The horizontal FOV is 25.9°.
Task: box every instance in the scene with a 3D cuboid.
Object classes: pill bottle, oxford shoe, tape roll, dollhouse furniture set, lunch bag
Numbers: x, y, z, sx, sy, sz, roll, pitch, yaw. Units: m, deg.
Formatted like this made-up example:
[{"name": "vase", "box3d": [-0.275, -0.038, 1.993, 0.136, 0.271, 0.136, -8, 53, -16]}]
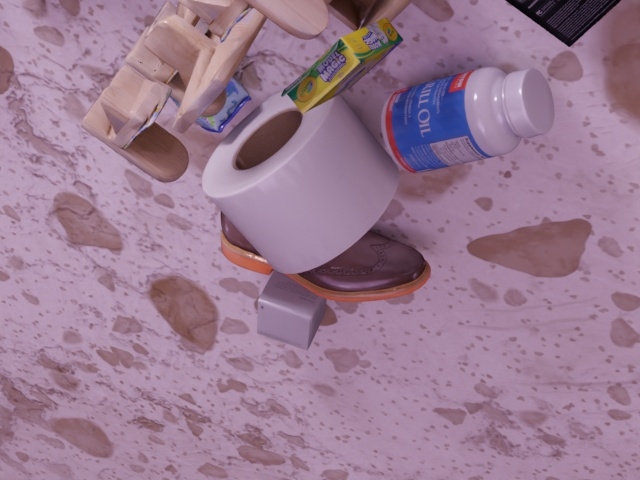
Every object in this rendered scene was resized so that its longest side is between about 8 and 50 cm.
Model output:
[{"name": "pill bottle", "box3d": [0.205, -0.171, 1.924, 0.221, 0.124, 0.124, -12, 128, 36]}, {"name": "oxford shoe", "box3d": [0.000, 0.000, 2.231, 0.364, 0.130, 0.133, 12, 133, 17]}, {"name": "tape roll", "box3d": [-0.029, -0.094, 2.043, 0.246, 0.246, 0.169, -17, 124, 41]}, {"name": "dollhouse furniture set", "box3d": [-0.047, -0.273, 1.730, 0.256, 0.394, 0.362, 36, 140, -13]}, {"name": "lunch bag", "box3d": [-0.192, -0.237, 2.094, 0.129, 0.096, 0.151, 47, 166, -24]}]

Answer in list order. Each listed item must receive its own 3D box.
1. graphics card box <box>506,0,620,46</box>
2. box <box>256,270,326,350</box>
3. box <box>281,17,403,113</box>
[{"name": "graphics card box", "box3d": [0.231, -0.420, 1.654, 0.371, 0.094, 0.233, 34, 140, -9]}, {"name": "box", "box3d": [-0.049, 0.118, 2.416, 0.101, 0.087, 0.102, 18, 141, 10]}, {"name": "box", "box3d": [0.026, -0.212, 1.689, 0.105, 0.179, 0.043, -40, 87, 29]}]
